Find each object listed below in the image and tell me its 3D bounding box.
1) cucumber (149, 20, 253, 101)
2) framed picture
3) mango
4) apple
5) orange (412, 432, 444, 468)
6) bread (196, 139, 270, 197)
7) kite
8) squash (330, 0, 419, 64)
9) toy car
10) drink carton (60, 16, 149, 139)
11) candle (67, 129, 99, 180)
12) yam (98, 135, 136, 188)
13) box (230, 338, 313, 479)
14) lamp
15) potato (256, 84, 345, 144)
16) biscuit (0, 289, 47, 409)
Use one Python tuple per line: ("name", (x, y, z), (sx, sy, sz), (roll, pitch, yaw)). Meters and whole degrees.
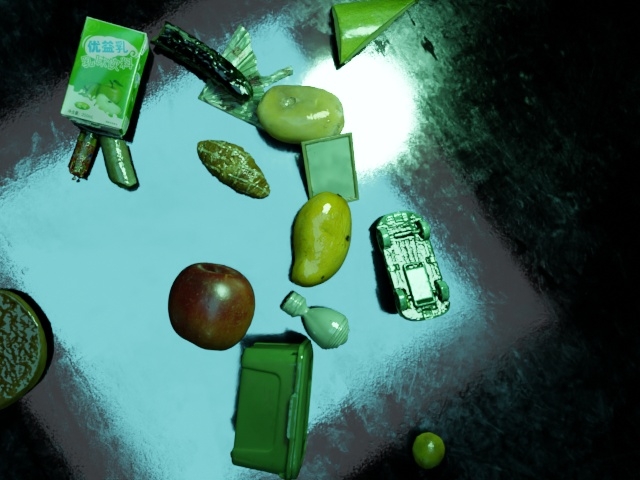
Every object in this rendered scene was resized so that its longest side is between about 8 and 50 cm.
("cucumber", (-0.297, -0.465, 1.829), (0.303, 0.072, 0.081), (32, 82, -2))
("framed picture", (0.028, -0.181, 1.844), (0.136, 0.010, 0.201), (-13, 122, -7))
("mango", (-0.001, -0.001, 1.841), (0.157, 0.109, 0.262), (19, 91, -16))
("apple", (-0.271, 0.162, 1.747), (0.218, 0.218, 0.201), (20, 93, -6))
("orange", (0.287, 0.562, 1.867), (0.085, 0.085, 0.095), (16, 96, -6))
("bread", (-0.224, -0.194, 1.835), (0.233, 0.076, 0.105), (37, 86, -6))
("kite", (-0.201, -0.420, 1.877), (0.267, 0.013, 0.323), (-16, 90, -7))
("squash", (0.166, -0.576, 1.887), (0.252, 0.093, 0.169), (-7, 87, -7))
("toy car", (0.237, 0.075, 1.859), (0.136, 0.125, 0.306), (-12, 67, -9))
("drink carton", (-0.550, -0.411, 1.785), (0.161, 0.108, 0.271), (14, 85, -9))
("candle", (-0.614, -0.215, 1.798), (0.052, 0.052, 0.131), (20, 85, -6))
("yam", (-0.523, -0.201, 1.803), (0.069, 0.070, 0.147), (-14, 91, -7))
("box", (-0.117, 0.411, 1.745), (0.177, 0.253, 0.329), (4, 86, 2))
("lamp", (-0.011, 0.211, 1.837), (0.193, 0.106, 0.106), (33, 84, 3))
("potato", (-0.051, -0.323, 1.829), (0.233, 0.150, 0.146), (5, 127, -2))
("biscuit", (-0.888, 0.276, 1.738), (0.394, 0.070, 0.350), (-20, 88, -8))
